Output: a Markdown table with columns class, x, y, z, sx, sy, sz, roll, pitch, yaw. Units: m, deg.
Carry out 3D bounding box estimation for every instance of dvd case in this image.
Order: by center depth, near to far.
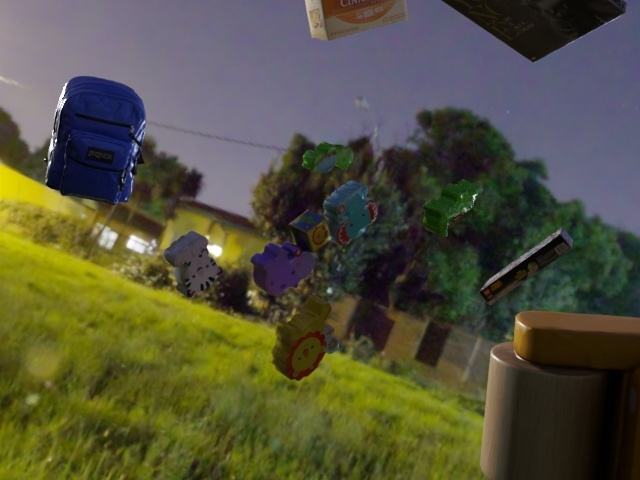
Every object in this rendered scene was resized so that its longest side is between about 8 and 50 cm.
| class | x | y | z | sx | sy | sz | roll | pitch | yaw |
| --- | --- | --- | --- | --- | --- | --- | --- | --- | --- |
| dvd case | 0.229 | -0.305 | 0.855 | 0.221 | 0.018 | 0.164 | 28 | -16 | -16 |

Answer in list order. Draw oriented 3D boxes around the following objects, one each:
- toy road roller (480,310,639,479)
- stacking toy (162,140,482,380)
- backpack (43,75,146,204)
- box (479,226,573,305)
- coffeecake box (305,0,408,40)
| class | x | y | z | sx | sy | sz | roll | pitch | yaw |
| --- | --- | --- | --- | --- | --- | --- | --- | --- | --- |
| toy road roller | 0.321 | 0.194 | 0.638 | 0.329 | 0.202 | 0.240 | 4 | 8 | 9 |
| stacking toy | 0.000 | 0.000 | 0.579 | 0.167 | 0.221 | 0.052 | 26 | -35 | 42 |
| backpack | -0.230 | -0.105 | 0.744 | 0.098 | 0.120 | 0.101 | 8 | 25 | -28 |
| box | 0.293 | 0.036 | 1.001 | 0.027 | 0.137 | 0.094 | 53 | 20 | 7 |
| coffeecake box | 0.045 | -0.411 | 1.058 | 0.068 | 0.142 | 0.185 | 37 | -37 | 59 |
